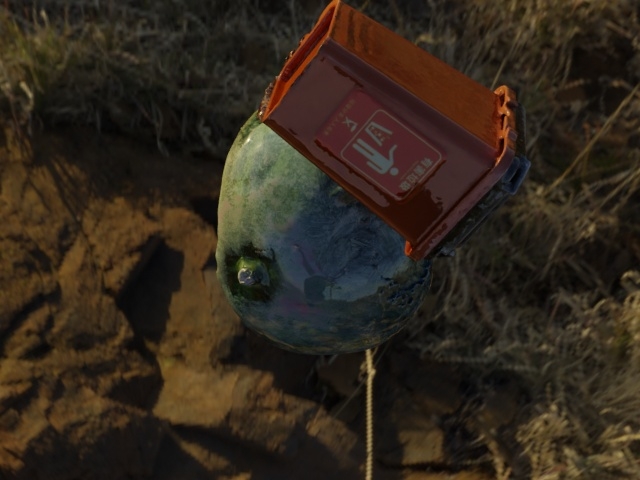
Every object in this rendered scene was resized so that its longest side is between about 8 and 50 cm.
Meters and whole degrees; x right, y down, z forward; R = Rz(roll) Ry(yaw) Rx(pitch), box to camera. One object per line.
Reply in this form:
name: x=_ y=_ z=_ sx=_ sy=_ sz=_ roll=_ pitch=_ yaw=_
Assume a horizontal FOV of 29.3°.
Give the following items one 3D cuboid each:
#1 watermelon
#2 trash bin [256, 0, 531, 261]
watermelon: x=-0.005 y=0.003 z=1.349 sx=0.175 sy=0.188 sz=0.322 roll=-27 pitch=111 yaw=-31
trash bin: x=0.074 y=-0.119 z=1.196 sx=0.239 sy=0.161 sz=0.184 roll=34 pitch=32 yaw=-12
